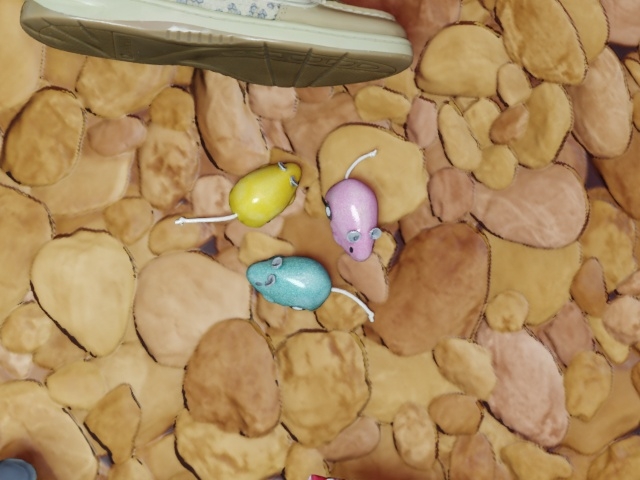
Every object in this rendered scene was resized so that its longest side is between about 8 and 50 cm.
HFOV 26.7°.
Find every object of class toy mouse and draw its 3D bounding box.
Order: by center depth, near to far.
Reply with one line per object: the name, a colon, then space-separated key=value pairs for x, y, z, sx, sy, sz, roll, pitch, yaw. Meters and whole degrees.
toy mouse: x=0.000 y=0.000 z=0.994 sx=0.161 sy=0.031 sz=0.143 roll=-34 pitch=88 yaw=-20

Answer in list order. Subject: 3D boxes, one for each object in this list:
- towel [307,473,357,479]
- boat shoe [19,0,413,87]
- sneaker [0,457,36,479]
towel: x=0.079 y=0.293 z=0.874 sx=0.199 sy=0.031 sz=0.274 roll=19 pitch=54 yaw=-42
boat shoe: x=-0.069 y=-0.172 z=0.978 sx=0.285 sy=0.104 sz=0.089 roll=8 pitch=78 yaw=-13
sneaker: x=-0.250 y=0.208 z=0.837 sx=0.350 sy=0.131 sz=0.148 roll=8 pitch=68 yaw=-19
